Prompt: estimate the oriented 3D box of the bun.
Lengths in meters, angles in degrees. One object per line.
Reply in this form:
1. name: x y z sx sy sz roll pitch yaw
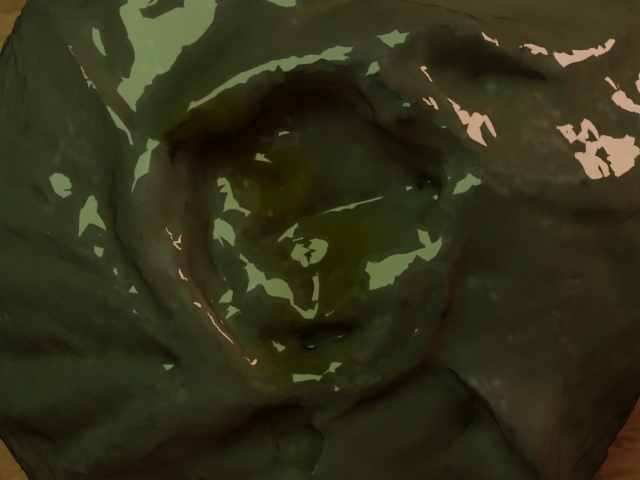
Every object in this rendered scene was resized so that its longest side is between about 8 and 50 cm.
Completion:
1. bun: 0.000 0.000 0.443 0.362 0.361 0.211 -25 9 2
